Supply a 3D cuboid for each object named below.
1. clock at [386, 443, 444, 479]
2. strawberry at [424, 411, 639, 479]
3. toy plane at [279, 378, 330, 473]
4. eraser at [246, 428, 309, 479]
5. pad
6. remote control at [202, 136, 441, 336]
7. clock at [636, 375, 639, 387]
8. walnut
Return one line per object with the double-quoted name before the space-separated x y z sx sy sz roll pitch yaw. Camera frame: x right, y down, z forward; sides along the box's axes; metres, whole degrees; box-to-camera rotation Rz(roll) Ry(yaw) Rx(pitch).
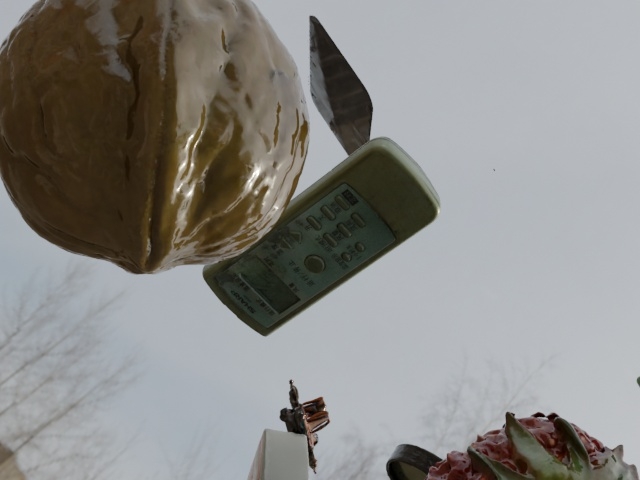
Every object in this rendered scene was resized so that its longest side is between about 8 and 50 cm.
"clock" 0.195 0.435 1.572 0.185 0.040 0.184 32 -30 21
"strawberry" 0.228 0.351 1.001 0.292 0.292 0.343 40 -23 14
"toy plane" -0.028 0.277 1.273 0.188 0.062 0.135 105 -27 -55
"eraser" -0.053 0.262 0.588 0.038 0.157 0.230 13 -64 -9
"pad" 0.089 -0.152 1.263 0.323 0.055 0.250 39 -16 12
"remote control" 0.000 0.000 0.849 0.233 0.038 0.098 -35 -69 21
"clock" 0.698 0.225 1.635 0.211 0.159 0.066 -56 -142 32
"walnut" -0.117 -0.081 0.627 0.228 0.228 0.228 30 -37 26
